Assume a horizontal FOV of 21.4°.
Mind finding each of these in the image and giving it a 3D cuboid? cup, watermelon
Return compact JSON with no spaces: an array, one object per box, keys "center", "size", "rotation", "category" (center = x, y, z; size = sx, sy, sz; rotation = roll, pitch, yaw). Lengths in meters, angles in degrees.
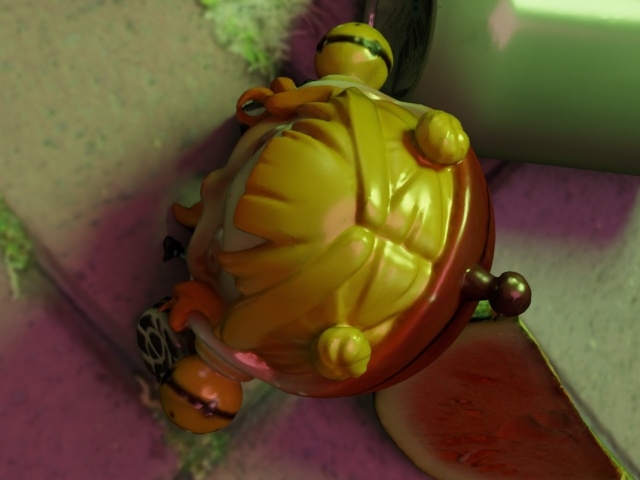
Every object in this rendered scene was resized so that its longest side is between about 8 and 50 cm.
[{"center":[0.203,-0.159,1.337],"size":[0.312,0.205,0.205],"rotation":[5,89,-21],"category":"cup"},{"center":[0.138,0.102,1.349],"size":[0.303,0.159,0.128],"rotation":[52,37,-45],"category":"watermelon"}]

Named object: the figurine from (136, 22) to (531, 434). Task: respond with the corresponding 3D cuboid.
[{"center":[0.003,0.002,1.192],"size":[0.196,0.323,0.320],"rotation":[26,82,-20],"category":"figurine"}]
